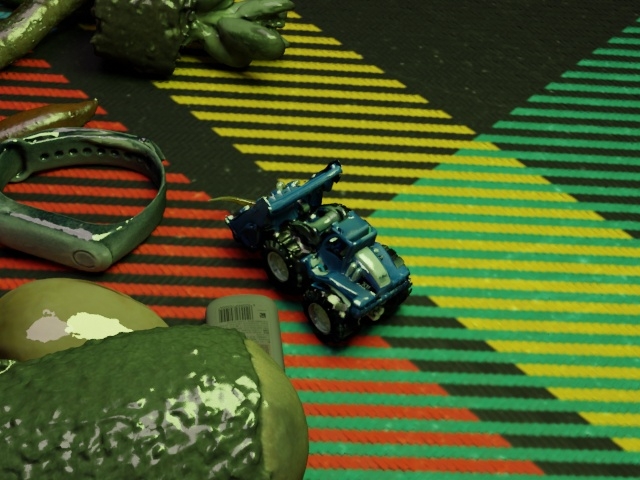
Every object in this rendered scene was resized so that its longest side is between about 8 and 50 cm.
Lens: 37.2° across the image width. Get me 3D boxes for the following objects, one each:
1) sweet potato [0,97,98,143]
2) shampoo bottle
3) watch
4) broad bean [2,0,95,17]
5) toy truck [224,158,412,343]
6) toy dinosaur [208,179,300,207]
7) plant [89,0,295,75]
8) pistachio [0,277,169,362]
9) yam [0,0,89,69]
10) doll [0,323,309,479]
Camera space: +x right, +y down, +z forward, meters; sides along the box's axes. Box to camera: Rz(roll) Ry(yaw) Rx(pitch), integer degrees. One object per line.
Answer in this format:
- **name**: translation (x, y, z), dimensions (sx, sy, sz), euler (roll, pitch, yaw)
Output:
- **sweet potato**: translation (-0.391, -0.117, 1.160), dimensions (0.264, 0.057, 0.057), euler (-28, 57, -19)
- **shampoo bottle**: translation (-0.077, 0.130, 0.988), dimensions (0.079, 0.040, 0.165), euler (-2, 50, -9)
- **watch**: translation (-0.286, -0.059, 1.114), dimensions (0.206, 0.068, 0.193), euler (15, 46, 2)
- **broad bean**: translation (-0.355, -0.344, 1.368), dimensions (0.297, 0.043, 0.060), euler (5, 40, -1)
- **toy truck**: translation (0.000, 0.000, 1.046), dimensions (0.113, 0.126, 0.208), euler (-32, 64, -31)
- **toy dinosaur**: translation (-0.044, -0.048, 1.148), dimensions (0.180, 0.037, 0.058), euler (2, 44, -6)
- **plant**: translation (-0.172, -0.305, 1.286), dimensions (0.274, 0.149, 0.146), euler (6, 49, -5)
- **pistachio**: translation (-0.238, 0.103, 0.945), dimensions (0.185, 0.108, 0.126), euler (12, 86, -14)
- **yam**: translation (-0.386, -0.300, 1.286), dimensions (0.061, 0.061, 0.253), euler (35, 67, 22)
- **doll**: translation (-0.185, 0.199, 0.800), dimensions (0.349, 0.247, 0.247), euler (-3, 49, -13)
